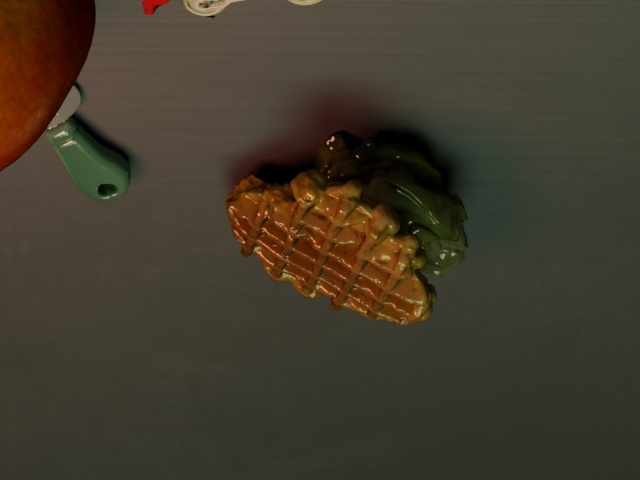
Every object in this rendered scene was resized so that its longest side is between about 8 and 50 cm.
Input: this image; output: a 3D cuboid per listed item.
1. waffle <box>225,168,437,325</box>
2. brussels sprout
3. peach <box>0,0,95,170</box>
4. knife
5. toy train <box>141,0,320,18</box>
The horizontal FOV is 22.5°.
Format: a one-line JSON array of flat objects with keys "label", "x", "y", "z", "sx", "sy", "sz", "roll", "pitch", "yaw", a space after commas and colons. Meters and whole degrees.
[{"label": "waffle", "x": 0.000, "y": 0.001, "z": 1.623, "sx": 0.253, "sy": 0.056, "sz": 0.249, "roll": 19, "pitch": 155, "yaw": 33}, {"label": "brussels sprout", "x": 0.074, "y": -0.033, "z": 1.643, "sx": 0.181, "sy": 0.100, "sz": 0.139, "roll": 27, "pitch": 147, "yaw": -34}, {"label": "peach", "x": -0.343, "y": -0.151, "z": 1.287, "sx": 0.308, "sy": 0.289, "sz": 0.289, "roll": 18, "pitch": 142, "yaw": 3}, {"label": "knife", "x": -0.257, "y": -0.127, "z": 1.556, "sx": 0.063, "sy": 0.034, "sz": 0.260, "roll": -19, "pitch": 137, "yaw": 15}, {"label": "toy train", "x": -0.055, "y": -0.258, "z": 1.343, "sx": 0.204, "sy": 0.082, "sz": 0.131, "roll": -7, "pitch": 143, "yaw": 4}]
